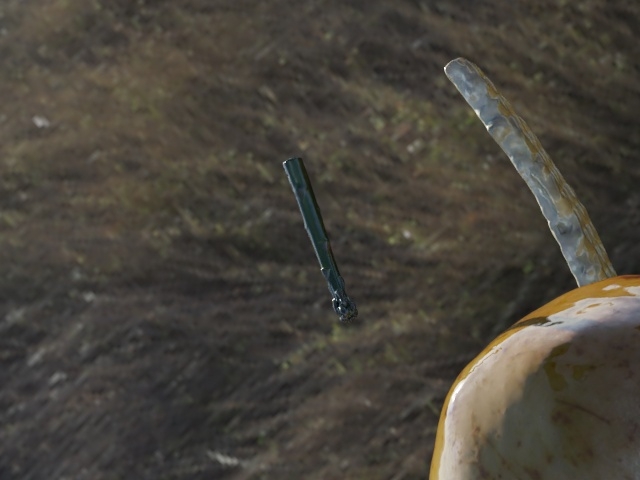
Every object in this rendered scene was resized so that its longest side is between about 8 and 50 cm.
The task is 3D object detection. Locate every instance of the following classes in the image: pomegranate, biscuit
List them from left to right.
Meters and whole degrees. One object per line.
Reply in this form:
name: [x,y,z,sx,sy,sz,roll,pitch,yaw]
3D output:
biscuit: [0.244,-0.060,1.633,0.040,0.309,0.204,-33,-15,13]
pomegranate: [0.185,0.143,0.900,0.248,0.248,0.248,-30,31,20]

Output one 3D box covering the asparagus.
asparagus: [0.000,0.000,1.049,0.015,0.018,0.127,-21,73,3]
